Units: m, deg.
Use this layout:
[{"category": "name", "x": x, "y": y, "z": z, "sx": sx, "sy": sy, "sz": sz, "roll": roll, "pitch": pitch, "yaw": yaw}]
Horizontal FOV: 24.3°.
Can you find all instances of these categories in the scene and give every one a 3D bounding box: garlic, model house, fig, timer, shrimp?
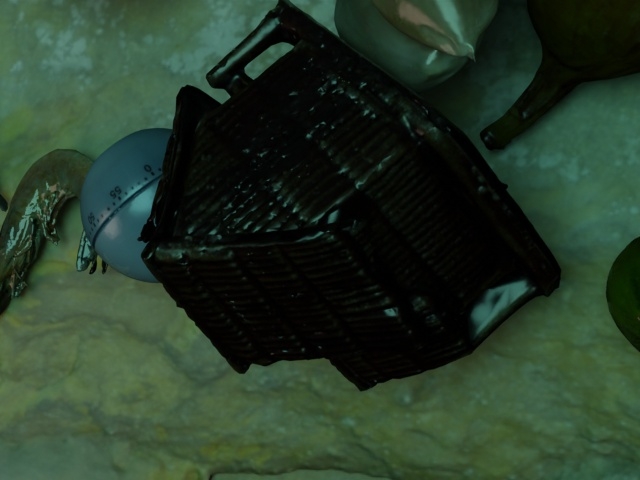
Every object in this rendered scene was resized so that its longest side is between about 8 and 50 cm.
[{"category": "garlic", "x": 0.109, "y": -0.266, "z": 1.369, "sx": 0.132, "sy": 0.279, "sz": 0.325, "roll": 26, "pitch": 52, "yaw": -5}, {"category": "model house", "x": 0.000, "y": 0.000, "z": 1.373, "sx": 0.282, "sy": 0.317, "sz": 0.297, "roll": -46, "pitch": 39, "yaw": -6}, {"category": "fig", "x": 0.245, "y": -0.222, "z": 1.385, "sx": 0.290, "sy": 0.191, "sz": 0.190, "roll": -41, "pitch": 67, "yaw": 50}, {"category": "timer", "x": -0.121, "y": -0.011, "z": 1.497, "sx": 0.255, "sy": 0.175, "sz": 0.175, "roll": 30, "pitch": 96, "yaw": 5}, {"category": "shrimp", "x": -0.294, "y": 0.010, "z": 1.603, "sx": 0.152, "sy": 0.046, "sz": 0.219, "roll": 34, "pitch": 98, "yaw": 33}, {"category": "fig", "x": 0.309, "y": 0.047, "z": 1.313, "sx": 0.123, "sy": 0.156, "sz": 0.123, "roll": 0, "pitch": 90, "yaw": 24}]

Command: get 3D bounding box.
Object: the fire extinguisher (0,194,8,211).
[{"category": "fire extinguisher", "x": -0.487, "y": -0.055, "z": 1.669, "sx": 0.269, "sy": 0.105, "sz": 0.105, "roll": -7, "pitch": 82, "yaw": 20}]
